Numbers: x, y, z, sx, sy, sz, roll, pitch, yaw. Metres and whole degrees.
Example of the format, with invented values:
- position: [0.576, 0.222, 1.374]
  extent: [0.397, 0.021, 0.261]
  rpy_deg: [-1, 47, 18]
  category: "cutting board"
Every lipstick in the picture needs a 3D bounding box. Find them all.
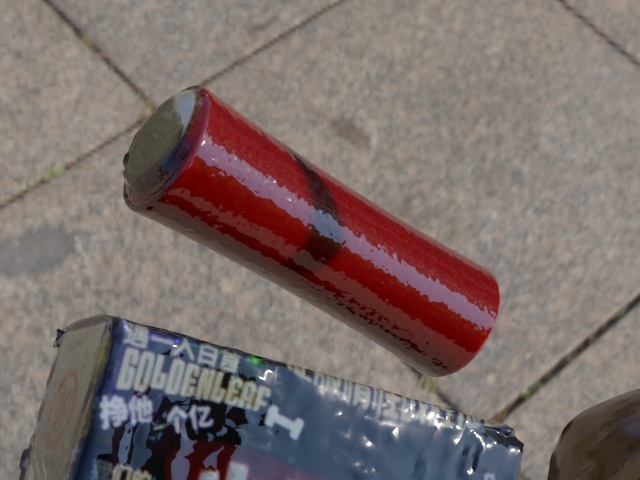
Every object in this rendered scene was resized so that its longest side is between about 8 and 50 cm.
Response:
- position: [0.000, 0.000, 0.767]
  extent: [0.241, 0.080, 0.080]
  rpy_deg: [32, 49, -29]
  category: "lipstick"

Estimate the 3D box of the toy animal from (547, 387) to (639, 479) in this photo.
- position: [0.130, 0.107, 0.326]
  extent: [0.179, 0.089, 0.188]
  rpy_deg: [-35, 57, -6]
  category: "toy animal"

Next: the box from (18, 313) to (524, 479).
- position: [-0.043, 0.204, 0.537]
  extent: [0.198, 0.084, 0.310]
  rpy_deg: [18, 75, -24]
  category: "box"
